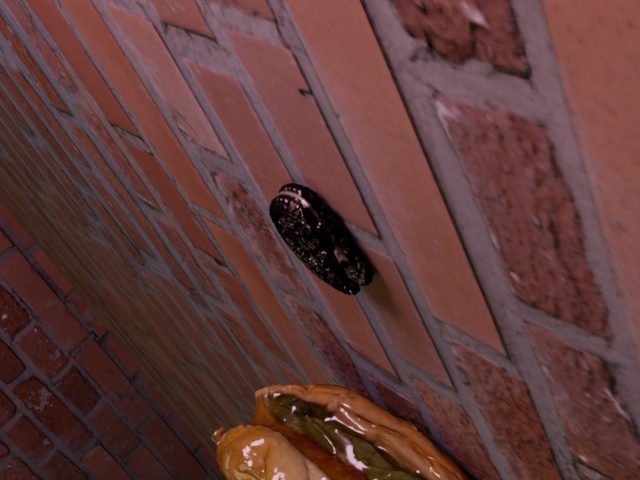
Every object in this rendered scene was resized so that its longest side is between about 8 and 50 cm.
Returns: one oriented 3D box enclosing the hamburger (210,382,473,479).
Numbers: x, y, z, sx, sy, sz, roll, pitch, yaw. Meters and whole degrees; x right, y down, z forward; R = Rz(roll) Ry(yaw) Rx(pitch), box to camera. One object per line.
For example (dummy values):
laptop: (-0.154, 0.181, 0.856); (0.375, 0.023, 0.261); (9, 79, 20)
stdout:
hamburger: (0.069, 0.267, 0.886); (0.330, 0.162, 0.209); (52, 160, -10)

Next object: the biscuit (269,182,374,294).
biscuit: (0.000, 0.000, 0.673); (0.089, 0.027, 0.087); (43, 163, 14)
